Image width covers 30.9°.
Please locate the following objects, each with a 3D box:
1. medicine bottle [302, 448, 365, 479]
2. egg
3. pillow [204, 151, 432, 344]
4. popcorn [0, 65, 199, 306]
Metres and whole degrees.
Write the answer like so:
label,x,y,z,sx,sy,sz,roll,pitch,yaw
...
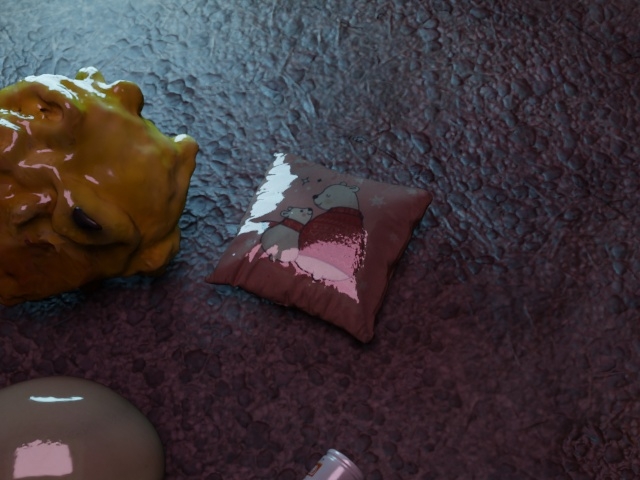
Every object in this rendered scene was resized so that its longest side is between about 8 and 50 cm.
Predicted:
label,x,y,z,sx,sy,sz,roll,pitch,yaw
medicine bottle,0.005,0.294,1.354,0.057,0.057,0.089,36,70,18
egg,-0.309,0.262,1.299,0.269,0.219,0.219,-2,63,-3
pillow,0.000,0.000,1.485,0.236,0.084,0.223,17,68,14
popcorn,-0.303,-0.052,1.426,0.297,0.281,0.316,39,90,-20
